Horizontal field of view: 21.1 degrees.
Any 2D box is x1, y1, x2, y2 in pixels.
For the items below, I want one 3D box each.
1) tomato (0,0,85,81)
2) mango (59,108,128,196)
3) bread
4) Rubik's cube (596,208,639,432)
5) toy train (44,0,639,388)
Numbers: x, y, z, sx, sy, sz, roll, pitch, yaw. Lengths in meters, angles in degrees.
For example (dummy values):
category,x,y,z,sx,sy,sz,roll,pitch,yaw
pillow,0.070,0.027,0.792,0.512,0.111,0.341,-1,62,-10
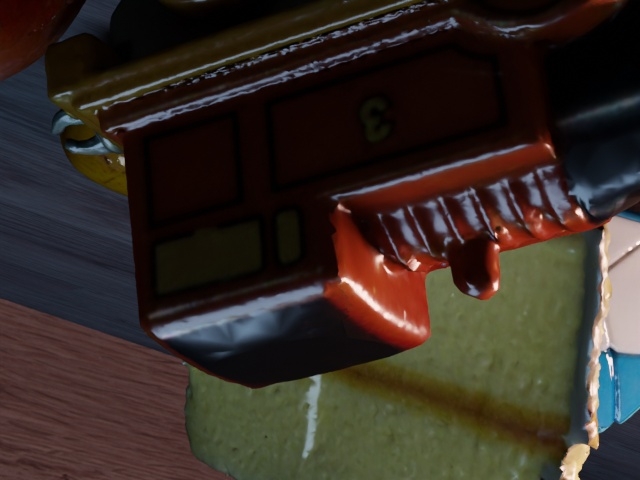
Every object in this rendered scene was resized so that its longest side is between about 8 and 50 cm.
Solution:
category,x,y,z,sx,sy,sz,roll,pitch,yaw
tomato,-0.202,-0.170,0.832,0.208,0.208,0.184,26,177,-39
mango,-0.096,-0.081,1.350,0.219,0.112,0.145,12,158,7
bread,0.030,0.088,1.246,0.404,0.242,0.346,-4,120,15
Rubik's cube,0.244,0.043,1.436,0.254,0.254,0.254,15,168,3
toy train,0.030,-0.066,0.825,0.369,0.232,0.163,-16,157,22
